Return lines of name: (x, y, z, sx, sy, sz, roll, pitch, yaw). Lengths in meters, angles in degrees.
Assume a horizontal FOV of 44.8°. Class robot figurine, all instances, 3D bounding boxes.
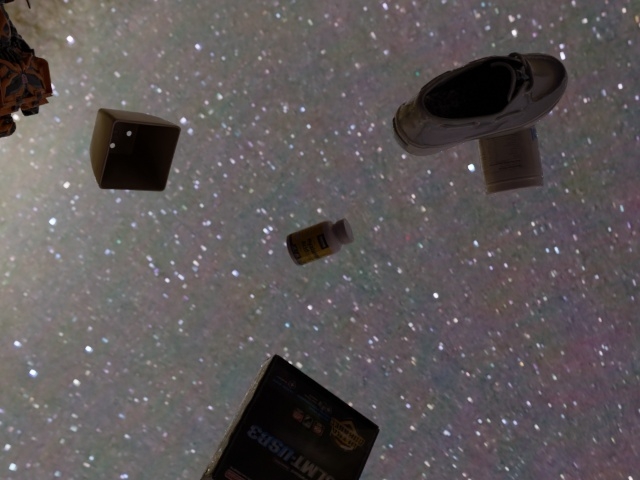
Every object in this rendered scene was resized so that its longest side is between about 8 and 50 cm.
robot figurine: (-0.408, -0.266, 0.917, 0.084, 0.291, 0.211, -9, -164, 18)

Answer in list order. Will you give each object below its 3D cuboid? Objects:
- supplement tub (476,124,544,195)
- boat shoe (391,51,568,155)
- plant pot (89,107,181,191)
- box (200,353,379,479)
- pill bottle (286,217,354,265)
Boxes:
supplement tub: (0.218, -0.110, 0.904, 0.070, 0.071, 0.107, -9, -91, 27)
boat shoe: (0.182, -0.151, 0.805, 0.227, 0.081, 0.079, -23, -99, -23)
plant pot: (-0.291, -0.146, 1.171, 0.096, 0.109, 0.109, 42, -59, 41)
box: (-0.053, 0.437, 1.595, 0.073, 0.295, 0.293, -35, -159, 52)
pill bottle: (0.000, 0.000, 1.438, 0.116, 0.065, 0.065, -21, -130, 16)
